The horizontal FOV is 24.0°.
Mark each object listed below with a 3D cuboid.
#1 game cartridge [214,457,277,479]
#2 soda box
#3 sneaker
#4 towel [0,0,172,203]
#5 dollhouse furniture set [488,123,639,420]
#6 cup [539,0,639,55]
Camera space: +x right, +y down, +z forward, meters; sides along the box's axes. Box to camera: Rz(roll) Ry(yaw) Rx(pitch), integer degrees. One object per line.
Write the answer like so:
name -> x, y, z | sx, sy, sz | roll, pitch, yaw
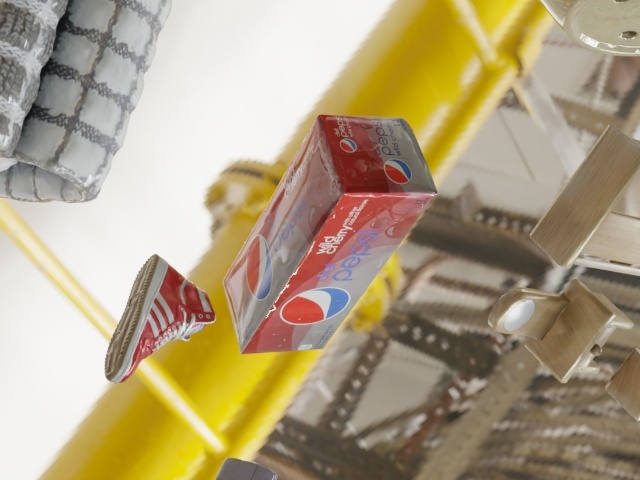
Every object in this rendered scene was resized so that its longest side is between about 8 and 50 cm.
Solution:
game cartridge -> -0.117, 0.374, 1.178 | 0.068, 0.355, 0.230 | 16, -150, 1
soda box -> 0.000, 0.000, 1.325 | 0.092, 0.263, 0.083 | 0, -124, -26
sneaker -> -0.121, 0.071, 1.156 | 0.042, 0.067, 0.118 | -33, -150, 44
towel -> -0.182, -0.147, 0.614 | 0.283, 0.121, 0.235 | 8, -103, 33
dollhouse furniture set -> 0.342, 0.080, 1.187 | 0.355, 0.173, 0.303 | 48, -66, 34
cup -> 0.323, -0.326, 1.510 | 0.331, 0.331, 0.237 | -10, -111, 25
